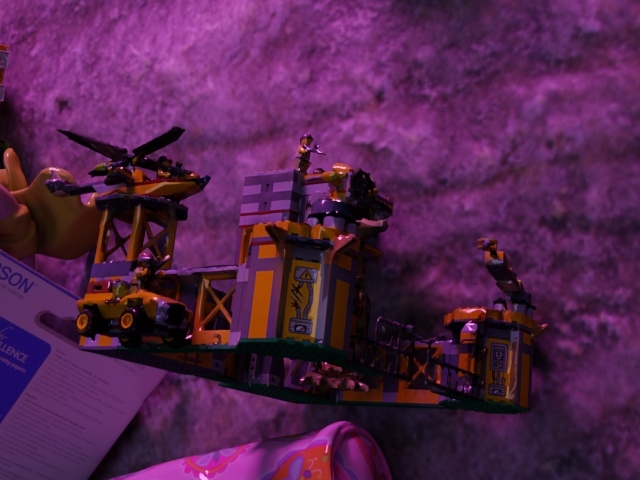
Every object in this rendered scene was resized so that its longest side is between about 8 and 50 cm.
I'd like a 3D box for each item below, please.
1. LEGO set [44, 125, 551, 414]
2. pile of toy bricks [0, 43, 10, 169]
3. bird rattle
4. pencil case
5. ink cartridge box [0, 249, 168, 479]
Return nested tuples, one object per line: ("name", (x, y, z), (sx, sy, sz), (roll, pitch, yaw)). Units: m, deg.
("LEGO set", (0.000, 0.000, 0.714), (0.255, 0.331, 0.192), (-8, 70, 44))
("pile of toy bricks", (-0.363, -0.086, 1.015), (0.105, 0.118, 0.212), (8, 90, 65))
("bird rattle", (-0.294, 0.039, 0.885), (0.143, 0.207, 0.253), (15, 79, 29))
("pencil case", (-0.084, 0.221, 0.789), (0.284, 0.124, 0.124), (-19, 69, 20))
("ink cartridge box", (-0.248, 0.125, 0.833), (0.208, 0.206, 0.045), (-53, 38, -3))
